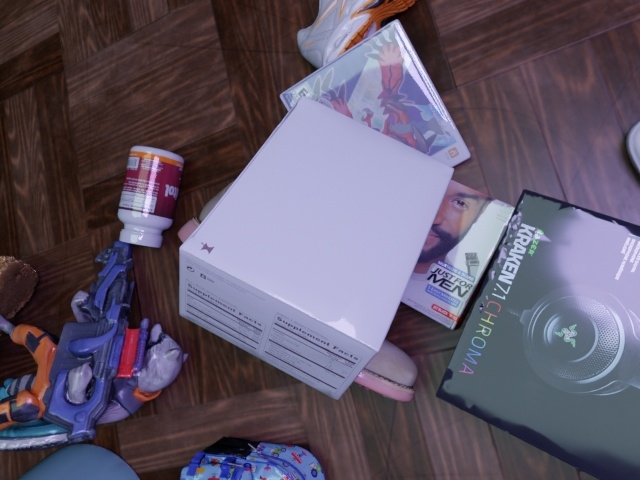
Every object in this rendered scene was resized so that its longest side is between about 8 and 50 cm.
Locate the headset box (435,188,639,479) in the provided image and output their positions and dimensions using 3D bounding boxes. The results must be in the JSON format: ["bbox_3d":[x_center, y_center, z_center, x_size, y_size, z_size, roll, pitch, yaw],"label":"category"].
[{"bbox_3d":[0.308,0.114,0.552,0.283,0.131,0.246,24,93,22],"label":"headset box"}]

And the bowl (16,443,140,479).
[{"bbox_3d":[-0.415,0.486,0.785,0.312,0.163,0.311,-3,83,21],"label":"bowl"}]

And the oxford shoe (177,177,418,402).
[{"bbox_3d":[-0.017,0.051,0.692,0.397,0.140,0.146,37,88,18],"label":"oxford shoe"}]

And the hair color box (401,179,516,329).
[{"bbox_3d":[0.169,0.019,0.662,0.093,0.053,0.167,28,93,23],"label":"hair color box"}]

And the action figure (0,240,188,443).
[{"bbox_3d":[-0.366,0.168,0.816,0.331,0.178,0.341,-1,47,6],"label":"action figure"}]

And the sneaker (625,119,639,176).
[{"bbox_3d":[0.447,-0.044,0.521,0.106,0.123,0.290,-48,68,13],"label":"sneaker"}]

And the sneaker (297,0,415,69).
[{"bbox_3d":[0.059,-0.354,0.732,0.121,0.099,0.262,41,98,26],"label":"sneaker"}]

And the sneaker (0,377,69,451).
[{"bbox_3d":[-0.526,0.293,0.890,0.276,0.107,0.109,5,75,22],"label":"sneaker"}]

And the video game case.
[{"bbox_3d":[0.071,-0.155,0.699,0.184,0.023,0.201,-28,97,17],"label":"video game case"}]

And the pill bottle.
[{"bbox_3d":[-0.274,-0.068,0.835,0.086,0.086,0.151,10,88,23],"label":"pill bottle"}]

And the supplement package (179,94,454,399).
[{"bbox_3d":[0.000,0.000,0.588,0.204,0.145,0.261,27,55,4],"label":"supplement package"}]

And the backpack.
[{"bbox_3d":[-0.083,0.351,0.692,0.174,0.117,0.158,-2,84,19],"label":"backpack"}]

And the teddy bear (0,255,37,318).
[{"bbox_3d":[-0.612,0.166,0.846,0.113,0.245,0.337,22,84,8],"label":"teddy bear"}]
